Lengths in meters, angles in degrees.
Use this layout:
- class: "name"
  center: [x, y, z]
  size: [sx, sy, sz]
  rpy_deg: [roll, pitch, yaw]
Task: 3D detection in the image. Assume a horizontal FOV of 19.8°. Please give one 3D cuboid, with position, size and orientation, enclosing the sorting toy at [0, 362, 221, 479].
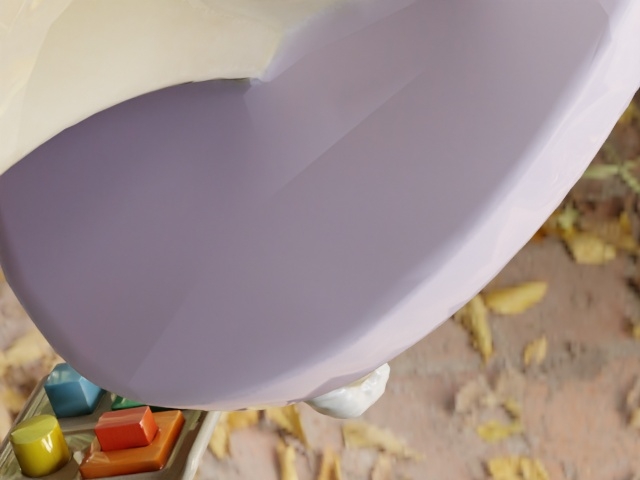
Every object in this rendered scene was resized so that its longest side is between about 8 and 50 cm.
- class: "sorting toy"
  center: [-0.160, 0.129, 1.331]
  size: [0.196, 0.047, 0.347]
  rpy_deg: [-13, 25, 20]

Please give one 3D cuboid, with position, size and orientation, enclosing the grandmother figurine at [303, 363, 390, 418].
- class: "grandmother figurine"
  center: [0.000, 0.000, 1.334]
  size: [0.208, 0.342, 0.104]
  rpy_deg: [-25, 45, -18]

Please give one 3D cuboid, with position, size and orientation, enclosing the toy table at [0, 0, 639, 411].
- class: "toy table"
  center: [-0.027, -0.100, 0.370]
  size: [0.252, 0.161, 0.274]
  rpy_deg: [13, 90, 30]
